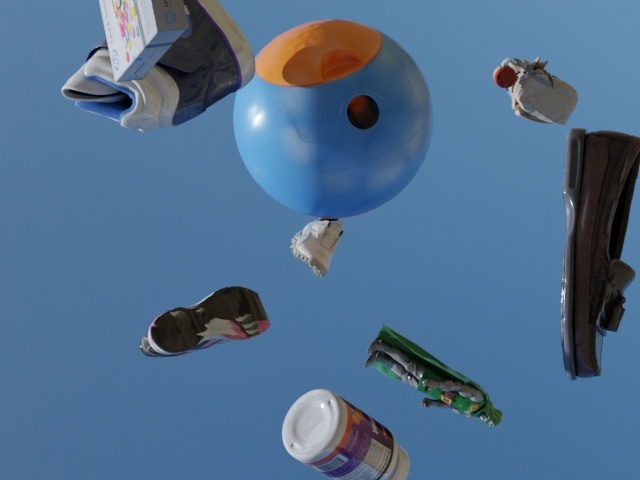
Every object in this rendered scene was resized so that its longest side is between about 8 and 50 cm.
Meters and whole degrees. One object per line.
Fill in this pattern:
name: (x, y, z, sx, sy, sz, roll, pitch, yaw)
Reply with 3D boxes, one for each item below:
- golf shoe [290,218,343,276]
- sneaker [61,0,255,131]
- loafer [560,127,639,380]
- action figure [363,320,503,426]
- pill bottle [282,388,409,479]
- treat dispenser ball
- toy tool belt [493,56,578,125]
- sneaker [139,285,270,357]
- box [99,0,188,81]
golf shoe: (0.000, 0.000, 2.321, 0.069, 0.086, 0.176, 42, -170, -16)
sneaker: (-0.264, -0.280, 1.930, 0.236, 0.130, 0.323, -28, -114, -29)
loafer: (0.331, 0.013, 1.694, 0.109, 0.095, 0.302, 42, -131, -72)
action figure: (0.180, 0.223, 2.246, 0.232, 0.137, 0.063, 27, -119, 14)
pill bottle: (0.043, 0.296, 2.069, 0.193, 0.108, 0.108, 38, -155, -42)
treat dispenser ball: (0.019, -0.175, 2.083, 0.288, 0.288, 0.288, 29, -148, -20)
toy tool belt: (0.183, -0.135, 1.268, 0.083, 0.052, 0.051, 25, -160, -17)
sneaker: (-0.150, 0.105, 1.802, 0.178, 0.077, 0.072, -7, -103, -37)
box: (-0.198, -0.267, 1.564, 0.038, 0.186, 0.145, -9, -96, -22)
